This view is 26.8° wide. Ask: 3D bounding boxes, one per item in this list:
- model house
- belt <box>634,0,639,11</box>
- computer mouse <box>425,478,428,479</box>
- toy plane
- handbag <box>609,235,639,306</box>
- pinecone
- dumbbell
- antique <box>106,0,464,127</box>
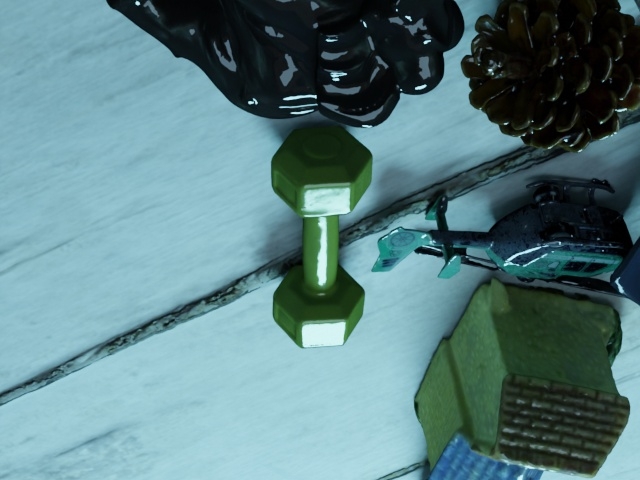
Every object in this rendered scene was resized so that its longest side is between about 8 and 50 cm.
[{"bbox_3d":[0.289,0.255,1.832,0.261,0.266,0.321,11,130,-14],"label":"model house"},{"bbox_3d":[0.426,-0.290,1.446,0.128,0.124,0.201,-2,141,-34],"label":"belt"},{"bbox_3d":[0.219,0.386,2.012,0.137,0.086,0.270,2,171,-3],"label":"computer mouse"},{"bbox_3d":[0.255,0.006,1.709,0.381,0.106,0.155,2,144,-19],"label":"toy plane"},{"bbox_3d":[0.532,-0.036,1.656,0.269,0.118,0.326,-8,139,-42],"label":"handbag"},{"bbox_3d":[0.247,-0.190,1.475,0.212,0.169,0.186,2,119,-29],"label":"pinecone"},{"bbox_3d":[0.000,0.000,1.647,0.108,0.121,0.302,-27,139,-26],"label":"dumbbell"},{"bbox_3d":[-0.019,-0.238,1.354,0.322,0.185,0.255,-12,132,42],"label":"antique"}]
